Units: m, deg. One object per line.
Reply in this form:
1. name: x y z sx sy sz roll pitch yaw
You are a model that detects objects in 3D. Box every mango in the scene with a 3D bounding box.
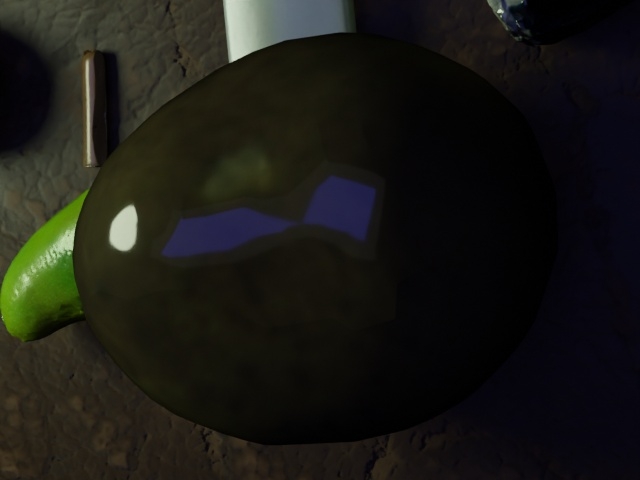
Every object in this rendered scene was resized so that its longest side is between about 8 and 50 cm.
1. mango: -0.209 0.018 1.432 0.233 0.111 0.125 -41 79 12

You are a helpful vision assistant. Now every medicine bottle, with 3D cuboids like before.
1. medicine bottle: -0.030 -0.220 1.389 0.119 0.069 0.183 -5 95 14

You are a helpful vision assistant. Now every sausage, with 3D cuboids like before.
1. sausage: -0.223 -0.130 1.466 0.026 0.026 0.116 0 94 13

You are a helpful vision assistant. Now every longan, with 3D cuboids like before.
1. longan: 0.000 0.000 1.251 0.404 0.404 0.336 -15 71 14

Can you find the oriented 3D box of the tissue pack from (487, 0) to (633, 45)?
1. tissue pack: 0.286 -0.360 1.200 0.416 0.264 0.253 -29 87 14
